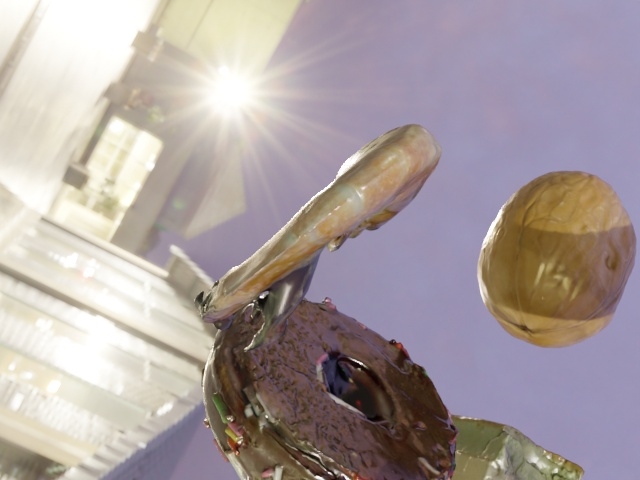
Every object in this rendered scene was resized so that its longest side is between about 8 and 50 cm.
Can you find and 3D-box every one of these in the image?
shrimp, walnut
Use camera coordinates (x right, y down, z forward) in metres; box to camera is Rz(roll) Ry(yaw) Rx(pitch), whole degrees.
[{"bbox_3d":[0.000,0.000,0.534,0.152,0.046,0.219,-43,180,-1],"label":"shrimp"},{"bbox_3d":[0.254,0.022,1.034,0.197,0.165,0.165,-57,-170,-25],"label":"walnut"}]

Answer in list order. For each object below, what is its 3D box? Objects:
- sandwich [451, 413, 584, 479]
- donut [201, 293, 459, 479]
[{"bbox_3d":[0.219,0.321,1.109,0.155,0.227,0.198,-59,-159,-17],"label":"sandwich"},{"bbox_3d":[0.007,0.161,0.898,0.103,0.270,0.269,-54,-165,26],"label":"donut"}]
